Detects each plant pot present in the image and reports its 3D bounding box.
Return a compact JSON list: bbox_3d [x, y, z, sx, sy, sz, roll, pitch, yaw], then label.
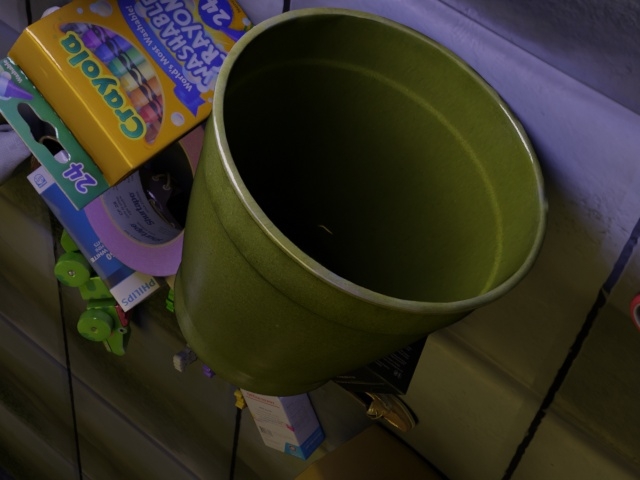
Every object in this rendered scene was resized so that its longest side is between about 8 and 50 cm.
[{"bbox_3d":[0.000,0.000,1.216,0.366,0.366,0.353,44,140,6],"label":"plant pot"},{"bbox_3d":[0.064,0.426,1.773,0.187,0.212,0.212,55,148,12],"label":"plant pot"}]

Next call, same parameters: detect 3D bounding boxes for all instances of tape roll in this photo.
[{"bbox_3d":[-0.223,-0.091,1.571,0.275,0.090,0.274,9,107,32],"label":"tape roll"}]

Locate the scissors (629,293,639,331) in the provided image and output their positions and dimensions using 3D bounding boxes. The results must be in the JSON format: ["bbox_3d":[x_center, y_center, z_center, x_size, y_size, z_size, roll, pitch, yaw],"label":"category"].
[{"bbox_3d":[0.420,0.177,1.268,0.109,0.021,0.297,13,131,39],"label":"scissors"}]

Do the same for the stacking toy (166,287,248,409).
[{"bbox_3d":[-0.191,0.187,1.953,0.167,0.052,0.221,27,139,27],"label":"stacking toy"}]

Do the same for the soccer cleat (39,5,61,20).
[{"bbox_3d":[-0.431,-0.291,1.710,0.068,0.076,0.196,47,146,1],"label":"soccer cleat"}]

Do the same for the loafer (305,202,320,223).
[{"bbox_3d":[-0.031,-0.012,1.525,0.302,0.095,0.109,144,130,-58],"label":"loafer"}]

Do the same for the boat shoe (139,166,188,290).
[{"bbox_3d":[-0.251,-0.048,1.736,0.097,0.116,0.324,-36,86,13],"label":"boat shoe"}]

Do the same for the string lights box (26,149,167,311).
[{"bbox_3d":[-0.341,-0.021,1.745,0.259,0.077,0.133,54,-171,-1],"label":"string lights box"}]

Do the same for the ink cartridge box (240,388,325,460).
[{"bbox_3d":[-0.072,0.284,1.898,0.104,0.061,0.181,11,132,42],"label":"ink cartridge box"}]

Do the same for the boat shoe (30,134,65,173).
[{"bbox_3d":[-0.385,-0.059,1.861,0.307,0.111,0.104,37,146,16],"label":"boat shoe"}]

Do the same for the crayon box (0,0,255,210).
[{"bbox_3d":[-0.225,-0.210,1.335,0.203,0.323,0.083,53,146,-7],"label":"crayon box"}]

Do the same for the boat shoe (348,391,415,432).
[{"bbox_3d":[0.087,0.254,1.702,0.135,0.045,0.050,41,146,11],"label":"boat shoe"}]

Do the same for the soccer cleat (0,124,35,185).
[{"bbox_3d":[-0.591,-0.153,2.014,0.116,0.143,0.331,65,167,-15],"label":"soccer cleat"}]

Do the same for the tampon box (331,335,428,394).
[{"bbox_3d":[0.068,0.108,1.450,0.101,0.161,0.120,38,153,-30],"label":"tampon box"}]

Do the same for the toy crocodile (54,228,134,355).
[{"bbox_3d":[-0.406,0.078,2.029,0.105,0.115,0.340,-4,129,11],"label":"toy crocodile"}]
